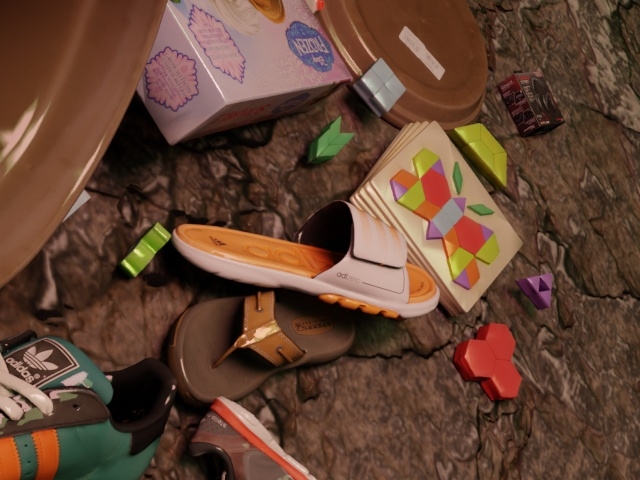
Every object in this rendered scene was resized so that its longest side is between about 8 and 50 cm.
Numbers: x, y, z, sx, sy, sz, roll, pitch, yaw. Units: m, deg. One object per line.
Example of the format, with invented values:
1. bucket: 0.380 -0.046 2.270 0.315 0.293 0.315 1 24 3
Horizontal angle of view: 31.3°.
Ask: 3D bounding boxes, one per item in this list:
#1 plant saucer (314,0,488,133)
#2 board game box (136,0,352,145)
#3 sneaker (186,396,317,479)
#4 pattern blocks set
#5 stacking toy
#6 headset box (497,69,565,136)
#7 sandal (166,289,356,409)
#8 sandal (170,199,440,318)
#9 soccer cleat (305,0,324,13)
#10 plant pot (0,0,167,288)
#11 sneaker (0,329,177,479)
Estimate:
1. plant saucer: 0.098 -0.245 1.310 0.277 0.041 0.278 23 52 -33
2. board game box: -0.123 -0.250 1.007 0.318 0.066 0.318 58 22 0
3. sneaker: -0.047 0.195 0.900 0.158 0.061 0.065 48 71 -14
4. pattern blocks set: 0.125 -0.022 1.176 0.325 0.026 0.285 41 52 -18
5. stacking toy: -0.218 -0.003 0.849 0.167 0.052 0.221 47 42 -11
6. headset box: 0.262 -0.174 1.425 0.062 0.032 0.083 -12 76 -46
7. sandal: -0.039 0.080 0.960 0.219 0.060 0.090 -6 70 -45
8. sandal: 0.003 0.004 0.991 0.265 0.076 0.102 11 20 -30
9. soccer cleat: -0.031 -0.298 1.210 0.068 0.076 0.196 55 44 -61
10. plant pot: -0.272 -0.162 0.689 0.280 0.323 0.323 25 46 2
11. sneaker: -0.206 0.104 0.686 0.108 0.121 0.302 39 12 30
